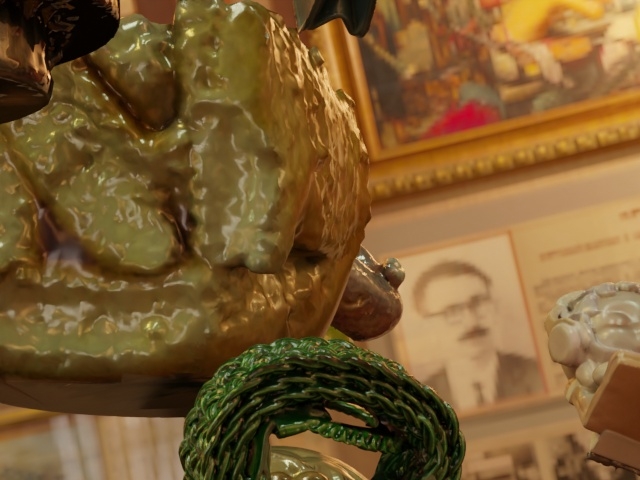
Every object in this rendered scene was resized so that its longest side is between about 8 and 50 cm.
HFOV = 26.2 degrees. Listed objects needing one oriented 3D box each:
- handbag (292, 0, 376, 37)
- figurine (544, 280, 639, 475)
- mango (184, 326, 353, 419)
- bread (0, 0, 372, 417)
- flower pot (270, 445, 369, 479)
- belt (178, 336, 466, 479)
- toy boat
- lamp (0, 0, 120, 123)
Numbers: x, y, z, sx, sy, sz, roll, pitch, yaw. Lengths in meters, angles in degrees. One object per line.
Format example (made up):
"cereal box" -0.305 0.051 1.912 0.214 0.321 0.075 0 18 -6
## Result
"handbag" 0.020 -0.311 1.234 0.062 0.229 0.179 7 -43 -18
"figurine" 0.295 0.108 1.312 0.162 0.141 0.237 19 23 -2
"mango" -0.060 0.163 1.732 0.175 0.143 0.293 -43 -15 35
"bread" -0.173 -0.003 0.974 0.395 0.264 0.239 -5 -7 13
"flower pot" -0.049 0.392 1.480 0.307 0.307 0.244 -14 14 14
"belt" 0.001 0.114 0.738 0.151 0.121 0.079 0 4 -15
"toy boat" 0.000 0.000 1.357 0.085 0.227 0.155 -43 5 8
"lamp" -0.173 -0.166 0.516 0.205 0.272 0.374 -7 14 40
